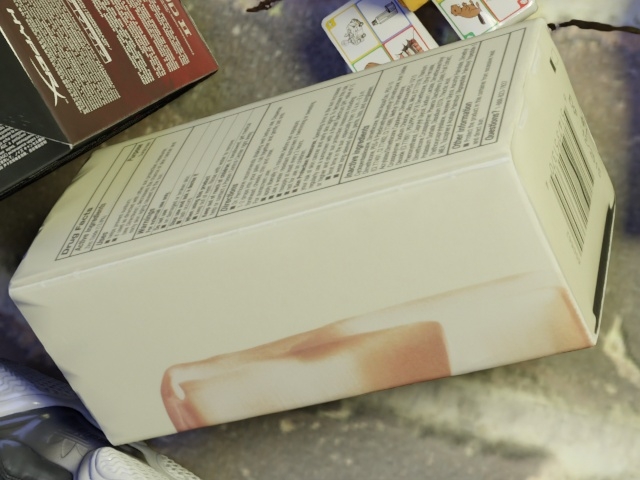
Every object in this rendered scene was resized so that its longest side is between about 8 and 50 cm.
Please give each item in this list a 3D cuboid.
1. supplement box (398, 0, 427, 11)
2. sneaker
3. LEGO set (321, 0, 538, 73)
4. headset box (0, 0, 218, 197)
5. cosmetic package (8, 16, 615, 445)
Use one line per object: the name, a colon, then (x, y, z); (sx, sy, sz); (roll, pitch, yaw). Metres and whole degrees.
supplement box: (0.019, -0.254, 0.963); (0.078, 0.080, 0.233); (-35, 64, 8)
sneaker: (-0.157, 0.186, 0.960); (0.269, 0.101, 0.153); (30, 91, 37)
LEGO set: (0.055, -0.209, 1.007); (0.182, 0.060, 0.244); (-34, 63, 2)
headset box: (-0.207, -0.082, 0.976); (0.218, 0.293, 0.110); (-27, 97, 20)
cosmetic package: (0.000, 0.000, 0.879); (0.296, 0.129, 0.153); (-13, 31, 25)
